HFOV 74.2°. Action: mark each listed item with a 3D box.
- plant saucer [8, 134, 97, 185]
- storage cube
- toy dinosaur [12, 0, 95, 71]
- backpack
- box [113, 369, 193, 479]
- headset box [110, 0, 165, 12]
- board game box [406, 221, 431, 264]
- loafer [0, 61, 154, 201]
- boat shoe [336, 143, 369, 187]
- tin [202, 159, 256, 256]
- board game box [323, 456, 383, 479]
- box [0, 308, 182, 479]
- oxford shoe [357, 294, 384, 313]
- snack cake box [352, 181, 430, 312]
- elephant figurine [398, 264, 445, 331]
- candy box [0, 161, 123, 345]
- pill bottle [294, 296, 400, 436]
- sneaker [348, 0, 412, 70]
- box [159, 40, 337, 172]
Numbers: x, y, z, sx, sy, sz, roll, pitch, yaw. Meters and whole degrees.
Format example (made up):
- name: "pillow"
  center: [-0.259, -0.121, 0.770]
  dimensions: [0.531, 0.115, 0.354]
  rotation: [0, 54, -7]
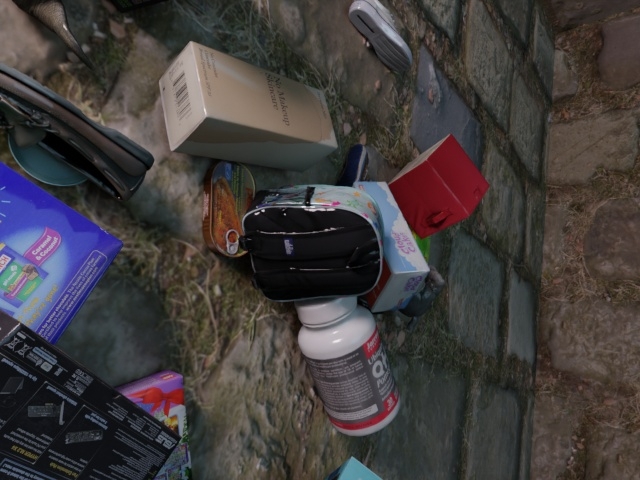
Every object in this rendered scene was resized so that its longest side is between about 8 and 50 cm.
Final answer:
- name: "plant saucer"
  center: [-0.381, -0.137, 0.610]
  dimensions: [0.119, 0.021, 0.120]
  rotation: [4, 85, -48]
- name: "storage cube"
  center: [0.334, -0.154, 1.222]
  dimensions: [0.193, 0.183, 0.215]
  rotation: [51, 51, -5]
- name: "toy dinosaur"
  center: [-0.382, -0.382, 0.550]
  dimensions: [0.121, 0.160, 0.314]
  rotation: [-67, 143, -46]
- name: "backpack"
  center: [0.000, 0.000, 0.826]
  dimensions: [0.191, 0.253, 0.225]
  rotation: [-66, 151, -56]
- name: "box"
  center: [-0.332, 0.332, 0.607]
  dimensions: [0.293, 0.057, 0.201]
  rotation: [-8, 95, -47]
- name: "headset box"
  center: [-0.218, -0.499, 0.629]
  dimensions: [0.131, 0.282, 0.247]
  rotation: [45, 57, -54]
- name: "board game box"
  center: [0.301, 0.005, 1.317]
  dimensions: [0.092, 0.043, 0.182]
  rotation: [23, 71, -43]
- name: "loafer"
  center: [-0.352, -0.141, 0.560]
  dimensions: [0.267, 0.096, 0.084]
  rotation: [31, 71, -44]
- name: "boat shoe"
  center: [0.094, -0.160, 1.088]
  dimensions: [0.066, 0.066, 0.183]
  rotation: [40, 60, -39]
- name: "tin"
  center: [-0.174, -0.062, 0.817]
  dimensions: [0.106, 0.040, 0.190]
  rotation: [6, 83, -43]
- name: "board game box"
  center: [-0.022, 0.608, 0.798]
  dimensions: [0.336, 0.079, 0.254]
  rotation: [-48, 166, -37]
- name: "box"
  center: [-0.326, 0.259, 0.462]
  dimensions: [0.243, 0.076, 0.308]
  rotation: [-56, 142, -30]
- name: "oxford shoe"
  center: [0.095, 0.122, 1.062]
  dimensions: [0.227, 0.082, 0.096]
  rotation: [39, 56, -40]
- name: "snack cake box"
  center: [0.133, 0.009, 0.961]
  dimensions: [0.089, 0.152, 0.265]
  rotation: [-3, 52, -20]
- name: "elephant figurine"
  center: [0.208, 0.094, 1.153]
  dimensions: [0.239, 0.169, 0.186]
  rotation: [34, 23, -32]
- name: "candy box"
  center: [-0.442, 0.021, 0.462]
  dimensions: [0.317, 0.122, 0.268]
  rotation: [46, 58, -37]
- name: "pill bottle"
  center: [0.054, 0.251, 0.939]
  dimensions: [0.176, 0.176, 0.319]
  rotation: [-36, 114, -42]
- name: "sneaker"
  center: [0.185, -0.591, 1.191]
  dimensions: [0.258, 0.094, 0.091]
  rotation: [34, 68, -40]
- name: "box"
  center: [-0.123, -0.232, 0.799]
  dimensions: [0.311, 0.121, 0.148]
  rotation: [-2, 73, -47]
